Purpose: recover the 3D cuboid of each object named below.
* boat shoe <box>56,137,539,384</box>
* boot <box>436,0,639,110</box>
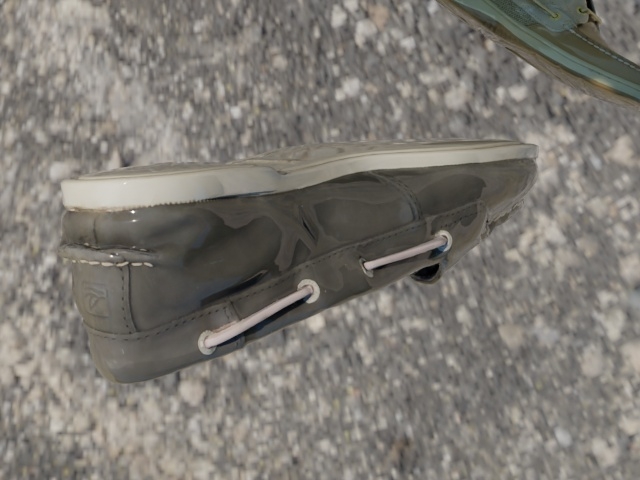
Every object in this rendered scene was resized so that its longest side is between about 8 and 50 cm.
[{"bbox_3d":[0.000,0.000,0.796,0.335,0.112,0.095,-9,100,-48],"label":"boat shoe"},{"bbox_3d":[0.253,-0.260,1.462,0.203,0.262,0.095,-55,152,2],"label":"boot"}]
